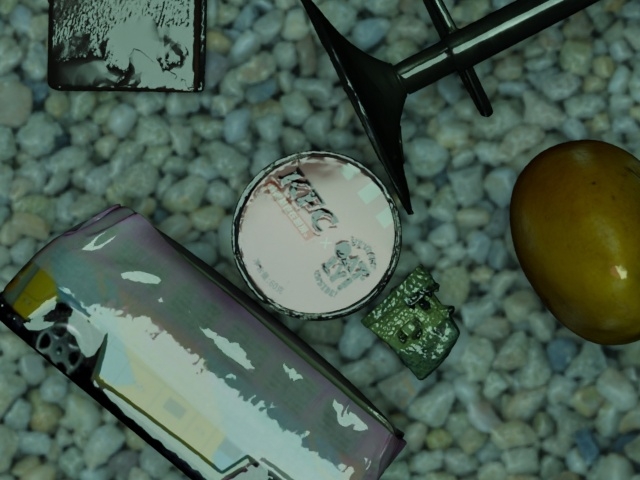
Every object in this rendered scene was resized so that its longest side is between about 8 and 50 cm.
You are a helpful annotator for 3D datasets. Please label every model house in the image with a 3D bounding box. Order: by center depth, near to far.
[{"bbox_3d":[0.092,0.076,1.687,0.079,0.066,0.083,-43,87,4],"label":"model house"}]

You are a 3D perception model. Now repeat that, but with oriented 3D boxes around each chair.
[{"bbox_3d":[0.205,-0.207,1.606,0.401,0.226,0.227,-26,87,4],"label":"chair"}]

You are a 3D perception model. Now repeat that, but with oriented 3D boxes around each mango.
[{"bbox_3d":[0.238,0.002,1.581,0.138,0.257,0.187,-10,88,4],"label":"mango"}]

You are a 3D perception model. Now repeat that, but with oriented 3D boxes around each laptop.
[{"bbox_3d":[-0.183,-0.243,1.738,0.153,0.026,0.207,1,88,6],"label":"laptop"}]

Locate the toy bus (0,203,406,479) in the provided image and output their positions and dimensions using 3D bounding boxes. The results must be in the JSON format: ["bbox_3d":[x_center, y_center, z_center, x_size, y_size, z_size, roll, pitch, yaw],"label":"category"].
[{"bbox_3d":[-0.106,0.122,1.660,0.386,0.171,0.162,38,82,5],"label":"toy bus"}]

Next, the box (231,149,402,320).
[{"bbox_3d":[0.000,0.000,1.663,0.151,0.135,0.151,0,85,4],"label":"box"}]
